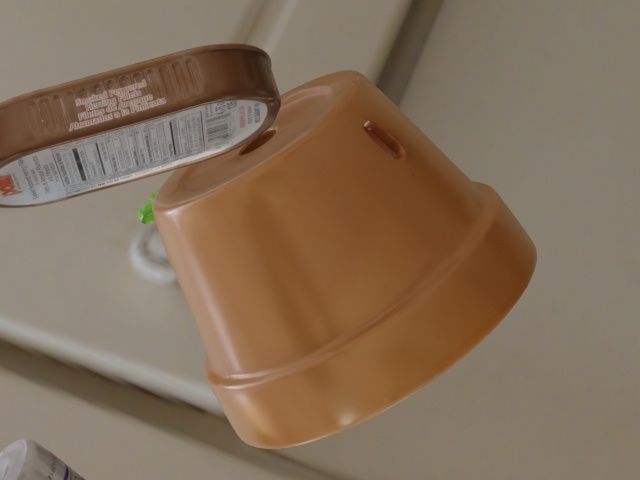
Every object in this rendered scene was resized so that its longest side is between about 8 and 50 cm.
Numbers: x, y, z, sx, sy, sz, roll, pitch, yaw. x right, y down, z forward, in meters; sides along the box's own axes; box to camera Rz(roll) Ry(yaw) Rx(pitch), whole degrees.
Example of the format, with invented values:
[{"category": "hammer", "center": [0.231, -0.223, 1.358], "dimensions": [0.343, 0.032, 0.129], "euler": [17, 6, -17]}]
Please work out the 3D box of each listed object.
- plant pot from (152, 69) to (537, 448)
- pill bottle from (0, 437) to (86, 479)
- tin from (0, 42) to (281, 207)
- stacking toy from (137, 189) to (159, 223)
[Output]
[{"category": "plant pot", "center": [0.000, 0.000, 1.432], "dimensions": [0.291, 0.291, 0.203], "euler": [-15, 114, 46]}, {"category": "pill bottle", "center": [-0.150, 0.226, 1.150], "dimensions": [0.193, 0.108, 0.108], "euler": [41, 146, -15]}, {"category": "tin", "center": [-0.115, -0.064, 1.020], "dimensions": [0.190, 0.040, 0.106], "euler": [-16, 161, -6]}, {"category": "stacking toy", "center": [-0.049, -0.037, 1.664], "dimensions": [0.167, 0.221, 0.052], "euler": [48, 166, 57]}]
